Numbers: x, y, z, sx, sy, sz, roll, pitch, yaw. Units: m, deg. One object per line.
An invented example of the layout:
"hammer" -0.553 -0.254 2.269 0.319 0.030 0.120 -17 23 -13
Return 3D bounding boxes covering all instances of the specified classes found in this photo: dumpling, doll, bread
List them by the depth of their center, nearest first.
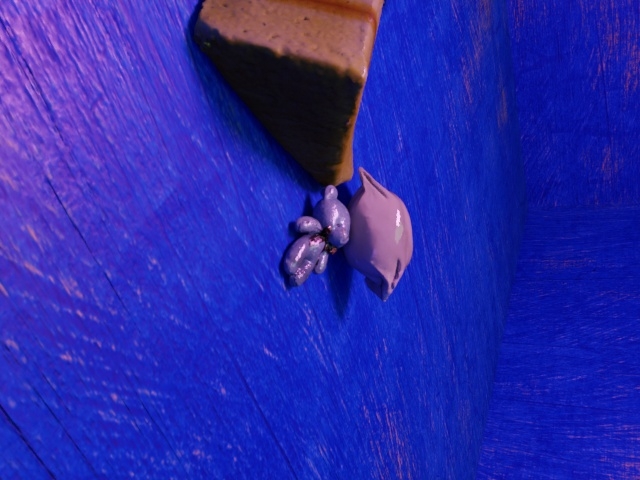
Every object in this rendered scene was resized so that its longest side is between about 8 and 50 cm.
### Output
"bread" -0.039 -0.245 0.919 0.362 0.245 0.233 103 -1 -63
"doll" 0.005 0.000 0.968 0.180 0.075 0.120 -61 145 -43
"dumpling" 0.100 -0.012 1.093 0.162 0.132 0.250 152 -71 -83
